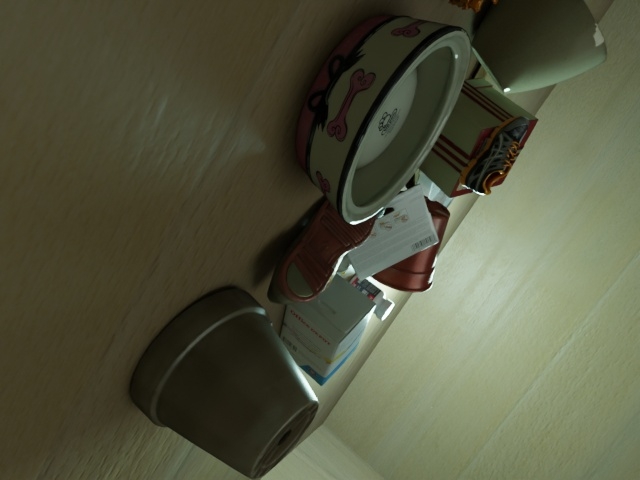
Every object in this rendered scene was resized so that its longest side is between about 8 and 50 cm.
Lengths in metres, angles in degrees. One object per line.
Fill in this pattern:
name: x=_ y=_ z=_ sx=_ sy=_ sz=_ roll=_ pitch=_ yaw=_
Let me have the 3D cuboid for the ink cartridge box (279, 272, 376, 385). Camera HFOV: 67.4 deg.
ink cartridge box: x=0.013 y=0.268 z=1.492 sx=0.197 sy=0.198 sz=0.270 roll=-38 pitch=156 yaw=-36

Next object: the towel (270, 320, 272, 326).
towel: x=-0.206 y=0.319 z=1.333 sx=0.197 sy=0.029 sz=0.144 roll=-42 pitch=158 yaw=-37

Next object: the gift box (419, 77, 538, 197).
gift box: x=0.375 y=-0.298 z=1.305 sx=0.276 sy=0.258 sz=0.255 roll=-11 pitch=138 yaw=-32

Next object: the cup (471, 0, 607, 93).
cup: x=0.548 y=-0.535 z=1.279 sx=0.236 sy=0.331 sz=0.331 roll=-34 pitch=168 yaw=23

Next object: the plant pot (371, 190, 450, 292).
plant pot: x=0.297 y=-0.010 z=1.630 sx=0.272 sy=0.272 sz=0.265 roll=-25 pitch=137 yaw=-54

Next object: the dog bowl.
dog bowl: x=0.114 y=-0.240 z=0.937 sx=0.408 sy=0.150 sz=0.408 roll=-45 pitch=159 yaw=-22

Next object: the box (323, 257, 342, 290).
box: x=0.002 y=0.074 z=1.314 sx=0.028 sy=0.081 sz=0.136 roll=-30 pitch=151 yaw=-50

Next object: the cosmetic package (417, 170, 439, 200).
cosmetic package: x=0.388 y=-0.240 z=1.677 sx=0.117 sy=0.085 sz=0.231 roll=-48 pitch=161 yaw=-16

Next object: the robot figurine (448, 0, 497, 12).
robot figurine: x=0.362 y=-0.625 z=0.957 sx=0.211 sy=0.085 sz=0.291 roll=-39 pitch=156 yaw=-39

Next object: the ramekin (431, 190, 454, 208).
ramekin: x=0.474 y=-0.194 z=1.917 sx=0.207 sy=0.109 sz=0.207 roll=-46 pitch=160 yaw=-22

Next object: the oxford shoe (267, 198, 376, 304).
oxford shoe: x=0.000 y=0.000 z=1.174 sx=0.397 sy=0.141 sz=0.146 roll=-46 pitch=-169 yaw=-35

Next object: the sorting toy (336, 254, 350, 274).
sorting toy: x=0.070 y=0.082 z=1.564 sx=0.083 sy=0.044 sz=0.075 roll=-49 pitch=179 yaw=-13

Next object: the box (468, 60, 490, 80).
box: x=0.554 y=-0.590 z=1.563 sx=0.201 sy=0.021 sz=0.165 roll=-32 pitch=151 yaw=-49

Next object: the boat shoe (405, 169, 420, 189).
boat shoe: x=0.309 y=-0.213 z=1.588 sx=0.045 sy=0.050 sz=0.135 roll=-41 pitch=158 yaw=-18

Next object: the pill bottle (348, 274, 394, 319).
pill bottle: x=0.186 y=0.220 z=1.840 sx=0.108 sy=0.180 sz=0.108 roll=-46 pitch=159 yaw=-23

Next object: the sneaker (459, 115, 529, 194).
sneaker: x=0.438 y=-0.203 z=1.170 sx=0.084 sy=0.083 sz=0.215 roll=9 pitch=123 yaw=-44

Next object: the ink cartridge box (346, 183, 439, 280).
ink cartridge box: x=0.192 y=-0.030 z=1.415 sx=0.274 sy=0.060 sz=0.239 roll=-27 pitch=127 yaw=2

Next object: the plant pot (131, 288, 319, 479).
plant pot: x=-0.164 y=0.309 z=0.984 sx=0.323 sy=0.280 sz=0.323 roll=-42 pitch=154 yaw=-26
